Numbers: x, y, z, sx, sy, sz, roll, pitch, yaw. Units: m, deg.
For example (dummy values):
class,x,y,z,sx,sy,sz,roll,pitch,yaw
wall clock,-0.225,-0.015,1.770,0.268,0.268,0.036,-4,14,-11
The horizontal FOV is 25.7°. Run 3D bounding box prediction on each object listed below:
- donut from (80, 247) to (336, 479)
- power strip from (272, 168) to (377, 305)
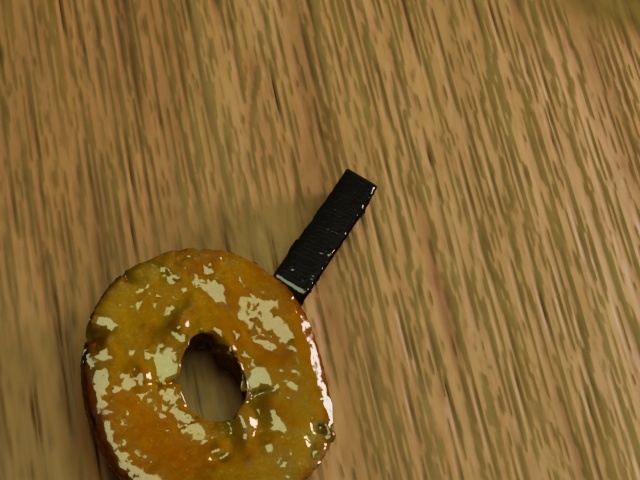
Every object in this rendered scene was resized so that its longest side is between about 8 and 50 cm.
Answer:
class,x,y,z,sx,sy,sz,roll,pitch,yaw
donut,-0.077,0.096,0.904,0.162,0.065,0.178,2,63,-18
power strip,0.000,0.000,0.982,0.029,0.038,0.111,32,61,4
